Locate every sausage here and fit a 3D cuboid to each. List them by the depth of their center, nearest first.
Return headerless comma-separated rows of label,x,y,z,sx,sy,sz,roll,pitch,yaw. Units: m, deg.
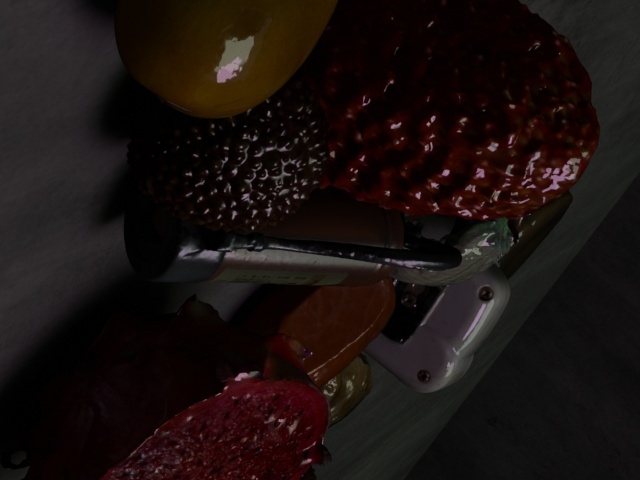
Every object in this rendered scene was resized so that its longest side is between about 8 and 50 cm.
sausage,-0.007,0.116,2.024,0.268,0.153,0.141,-41,-169,-21

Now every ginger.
ginger,-0.025,0.277,2.414,0.270,0.123,0.219,-39,165,-25

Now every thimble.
thimble,0.159,-0.038,1.967,0.219,0.219,0.150,-50,163,11

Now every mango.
mango,-0.064,-0.196,1.166,0.254,0.139,0.175,-39,159,-44

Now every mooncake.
mooncake,0.282,-0.020,2.429,0.290,0.161,0.290,-43,165,-14

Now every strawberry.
strawberry,0.108,-0.128,1.413,0.292,0.343,0.292,-37,158,-18

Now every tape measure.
tape measure,0.134,0.089,2.165,0.265,0.258,0.130,-59,160,14

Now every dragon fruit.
dragon fruit,-0.187,0.214,1.658,0.371,0.249,0.386,-10,139,-39

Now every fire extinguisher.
fire extinguisher,-0.005,0.008,1.491,0.376,0.200,0.113,1,122,-39

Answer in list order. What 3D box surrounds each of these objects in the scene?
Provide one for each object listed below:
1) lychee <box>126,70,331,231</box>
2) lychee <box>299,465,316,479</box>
lychee,-0.087,-0.090,1.301,0.188,0.188,0.188,-42,163,-16
lychee,-0.135,0.384,2.173,0.260,0.260,0.260,-42,163,-16
